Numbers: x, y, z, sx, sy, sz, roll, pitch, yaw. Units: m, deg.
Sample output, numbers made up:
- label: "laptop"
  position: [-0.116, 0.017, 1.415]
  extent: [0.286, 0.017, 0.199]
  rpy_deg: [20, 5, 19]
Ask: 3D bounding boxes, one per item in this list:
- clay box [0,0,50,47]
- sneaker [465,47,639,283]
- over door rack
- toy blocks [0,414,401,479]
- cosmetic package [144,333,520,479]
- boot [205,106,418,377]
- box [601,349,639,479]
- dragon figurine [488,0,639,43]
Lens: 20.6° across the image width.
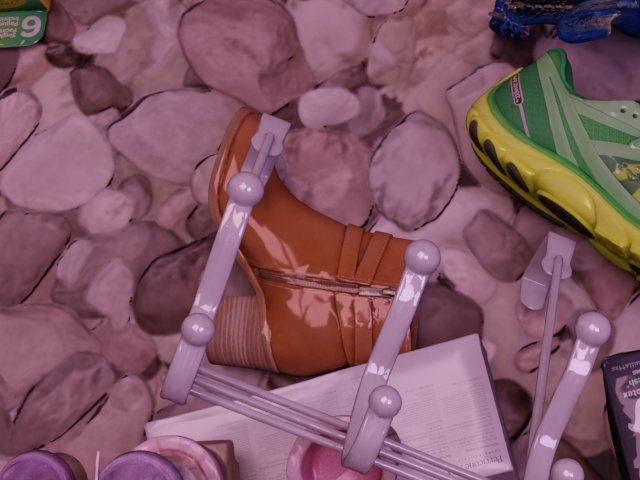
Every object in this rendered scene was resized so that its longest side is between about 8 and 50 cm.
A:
- label: "clay box"
  position: [-0.278, -0.263, 1.425]
  extent: [0.127, 0.053, 0.222]
  rpy_deg: [-2, 69, 12]
- label: "sneaker"
  position: [0.233, -0.036, 1.194]
  extent: [0.295, 0.109, 0.123]
  rpy_deg: [39, 86, 23]
- label: "over door rack"
  position: [0.048, 0.025, 1.073]
  extent: [0.239, 0.324, 0.108]
  rpy_deg: [23, 117, -4]
- label: "toy blocks"
  position: [-0.101, 0.256, 1.041]
  extent: [0.309, 0.260, 0.289]
  rpy_deg: [-5, 89, 10]
- label: "cosmetic package"
  position: [0.008, 0.146, 1.202]
  extent: [0.239, 0.060, 0.099]
  rpy_deg: [-15, 68, 7]
- label: "boot"
  position: [0.000, 0.000, 1.257]
  extent: [0.152, 0.073, 0.197]
  rpy_deg: [-1, 82, 14]
- label: "box"
  position: [0.271, 0.201, 1.066]
  extent: [0.143, 0.165, 0.270]
  rpy_deg: [-14, 67, 7]
- label: "dragon figurine"
  position: [0.211, -0.172, 1.202]
  extent: [0.144, 0.289, 0.085]
  rpy_deg: [7, 91, -14]
